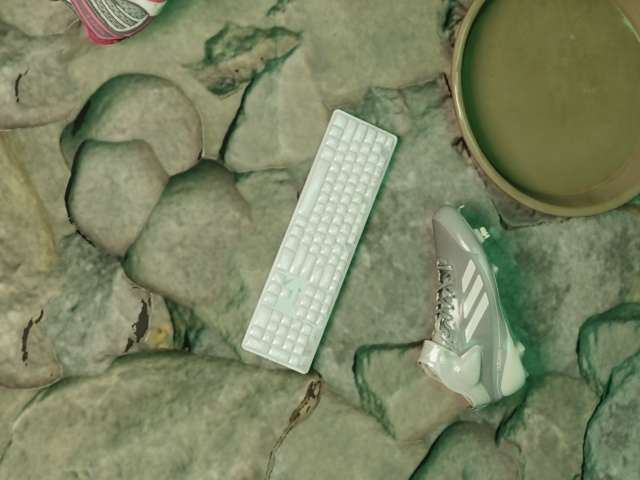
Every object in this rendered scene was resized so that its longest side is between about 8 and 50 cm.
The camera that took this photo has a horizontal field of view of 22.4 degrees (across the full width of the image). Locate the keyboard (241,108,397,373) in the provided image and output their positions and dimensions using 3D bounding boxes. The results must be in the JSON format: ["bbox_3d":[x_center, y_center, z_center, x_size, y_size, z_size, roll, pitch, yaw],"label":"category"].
[{"bbox_3d":[0.000,0.000,1.589,0.072,0.014,0.256,25,80,-20],"label":"keyboard"}]

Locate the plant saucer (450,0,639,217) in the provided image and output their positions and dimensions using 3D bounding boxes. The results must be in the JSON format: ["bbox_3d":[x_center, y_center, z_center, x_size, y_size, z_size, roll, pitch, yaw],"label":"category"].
[{"bbox_3d":[0.255,-0.162,1.682,0.278,0.041,0.277,0,89,-22],"label":"plant saucer"}]

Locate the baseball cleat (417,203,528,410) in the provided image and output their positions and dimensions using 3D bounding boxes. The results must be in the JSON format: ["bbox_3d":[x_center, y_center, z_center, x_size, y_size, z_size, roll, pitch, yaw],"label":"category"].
[{"bbox_3d":[0.136,0.071,1.614,0.109,0.072,0.206,-24,95,-14],"label":"baseball cleat"}]

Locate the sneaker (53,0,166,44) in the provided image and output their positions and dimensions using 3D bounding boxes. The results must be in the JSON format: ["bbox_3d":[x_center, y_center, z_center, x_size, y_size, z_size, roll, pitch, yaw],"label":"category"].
[{"bbox_3d":[-0.265,-0.295,1.438,0.299,0.112,0.121,43,38,-5],"label":"sneaker"}]
